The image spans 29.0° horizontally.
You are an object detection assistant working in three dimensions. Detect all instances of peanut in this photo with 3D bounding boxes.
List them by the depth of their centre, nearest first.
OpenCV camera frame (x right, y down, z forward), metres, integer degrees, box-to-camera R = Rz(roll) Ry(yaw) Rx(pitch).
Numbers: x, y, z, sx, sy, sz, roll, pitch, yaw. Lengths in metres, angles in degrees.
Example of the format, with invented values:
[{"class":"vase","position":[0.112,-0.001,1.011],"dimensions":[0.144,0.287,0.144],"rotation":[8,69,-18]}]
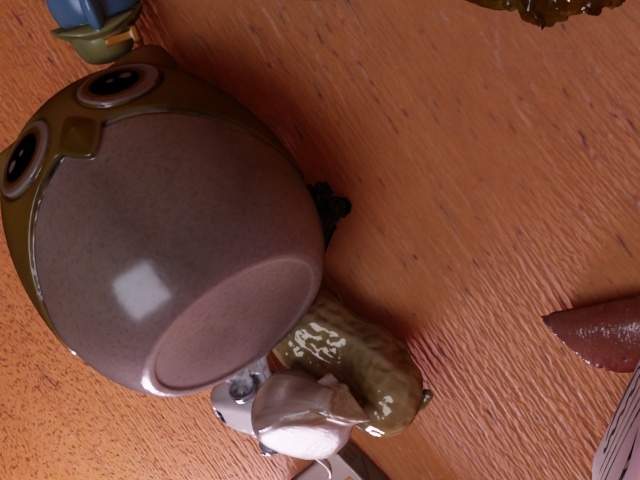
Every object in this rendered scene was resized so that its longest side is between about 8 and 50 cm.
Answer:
[{"class":"peanut","position":[0.041,0.177,1.845],"dimensions":[0.291,0.159,0.143],"rotation":[36,91,24]}]

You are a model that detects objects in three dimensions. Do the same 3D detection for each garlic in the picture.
[{"class":"garlic","position":[-0.034,0.273,1.826],"dimensions":[0.148,0.128,0.266],"rotation":[55,161,19]}]

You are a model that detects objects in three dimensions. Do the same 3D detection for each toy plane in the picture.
[{"class":"toy plane","position":[-0.063,0.261,1.973],"dimensions":[0.252,0.118,0.252],"rotation":[17,141,14]}]

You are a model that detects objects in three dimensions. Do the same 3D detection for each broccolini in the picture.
[{"class":"broccolini","position":[-0.009,0.006,1.834],"dimensions":[0.074,0.058,0.201],"rotation":[29,126,22]}]

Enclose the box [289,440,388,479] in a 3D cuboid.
[{"class":"box","position":[0.102,0.509,2.055],"dimensions":[0.365,0.051,0.204],"rotation":[46,129,0]}]

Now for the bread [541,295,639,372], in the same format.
[{"class":"bread","position":[0.405,0.129,1.656],"dimensions":[0.192,0.067,0.119],"rotation":[-16,107,36]}]

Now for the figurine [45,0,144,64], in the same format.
[{"class":"figurine","position":[-0.331,-0.376,1.740],"dimensions":[0.180,0.154,0.262],"rotation":[14,127,53]}]

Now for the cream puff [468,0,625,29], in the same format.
[{"class":"cream puff","position":[0.262,-0.356,1.421],"dimensions":[0.241,0.155,0.269],"rotation":[47,123,-8]}]

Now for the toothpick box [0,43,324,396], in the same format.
[{"class":"toothpick box","position":[-0.234,-0.035,1.711],"dimensions":[0.425,0.409,0.409],"rotation":[50,133,26]}]

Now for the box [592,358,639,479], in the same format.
[{"class":"box","position":[0.512,0.304,1.509],"dimensions":[0.312,0.300,0.314],"rotation":[17,125,3]}]
